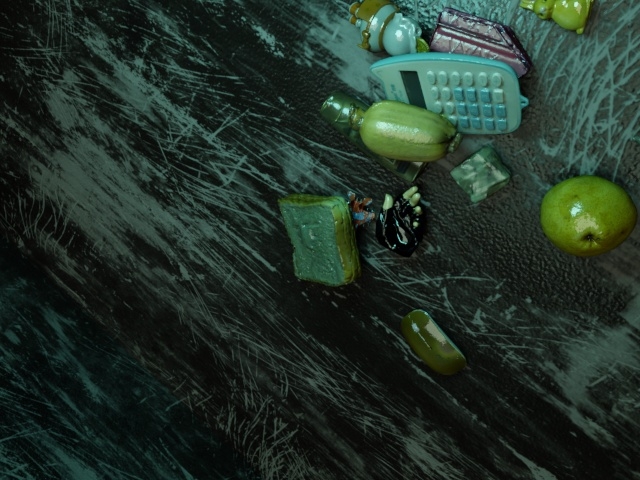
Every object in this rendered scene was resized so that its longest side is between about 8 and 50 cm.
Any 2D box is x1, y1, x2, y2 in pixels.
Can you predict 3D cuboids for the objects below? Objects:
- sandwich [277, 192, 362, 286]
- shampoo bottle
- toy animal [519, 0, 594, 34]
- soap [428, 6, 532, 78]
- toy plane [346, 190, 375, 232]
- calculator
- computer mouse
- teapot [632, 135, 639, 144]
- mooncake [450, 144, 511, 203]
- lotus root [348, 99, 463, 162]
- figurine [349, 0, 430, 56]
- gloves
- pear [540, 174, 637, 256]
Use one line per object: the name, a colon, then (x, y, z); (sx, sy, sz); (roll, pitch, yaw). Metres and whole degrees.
sandwich: (0.000, 0.000, 1.593); (0.271, 0.099, 0.301); (9, 117, 48)
shampoo bottle: (0.156, -0.308, 1.415); (0.350, 0.084, 0.125); (37, 136, 12)
toy animal: (0.535, -0.532, 1.123); (0.159, 0.070, 0.083); (23, 122, 25)
soap: (0.395, -0.458, 1.210); (0.250, 0.099, 0.162); (28, 122, 17)
toy plane: (0.108, -0.060, 1.565); (0.130, 0.061, 0.189); (21, 124, 19)
calculator: (0.325, -0.366, 1.228); (0.386, 0.054, 0.256); (18, 158, 32)
computer mouse: (0.367, 0.337, 1.593); (0.245, 0.056, 0.126); (50, 125, 3)
teapot: (0.804, -0.260, 1.049); (0.239, 0.162, 0.149); (-37, 78, 11)
mooncake: (0.438, -0.179, 1.320); (0.130, 0.073, 0.125); (-36, 94, 37)
lotus root: (0.218, -0.286, 1.280); (0.303, 0.146, 0.131); (17, 162, 13)
figurine: (0.174, -0.534, 1.256); (0.143, 0.143, 0.271); (-55, 53, 34)
gloves: (0.248, -0.064, 1.453); (0.164, 0.124, 0.203); (25, 101, -7)
pear: (0.644, -0.057, 1.181); (0.209, 0.209, 0.208); (11, 116, 25)
